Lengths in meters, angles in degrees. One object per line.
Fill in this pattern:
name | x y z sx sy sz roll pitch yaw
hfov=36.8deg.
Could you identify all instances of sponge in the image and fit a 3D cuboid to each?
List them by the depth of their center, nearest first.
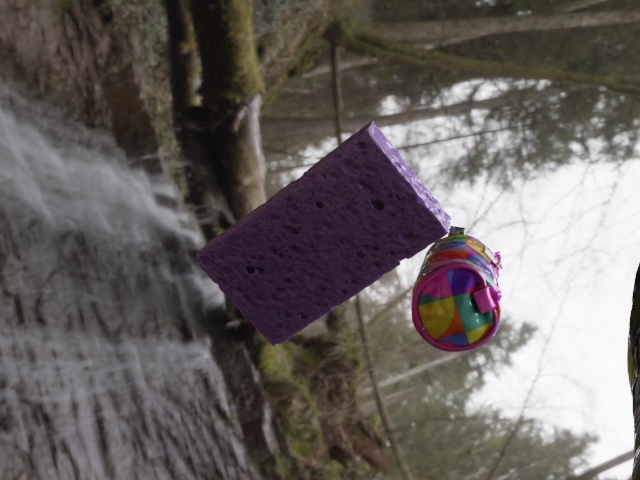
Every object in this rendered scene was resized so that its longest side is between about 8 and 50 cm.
sponge | 0.000 0.000 0.864 0.210 0.031 0.117 -35 -74 24

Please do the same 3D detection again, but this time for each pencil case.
pencil case | 0.157 0.051 1.089 0.236 0.105 0.104 -47 131 -75

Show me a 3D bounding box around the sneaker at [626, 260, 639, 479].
sneaker | 0.219 0.104 0.521 0.121 0.111 0.299 59 31 -48
